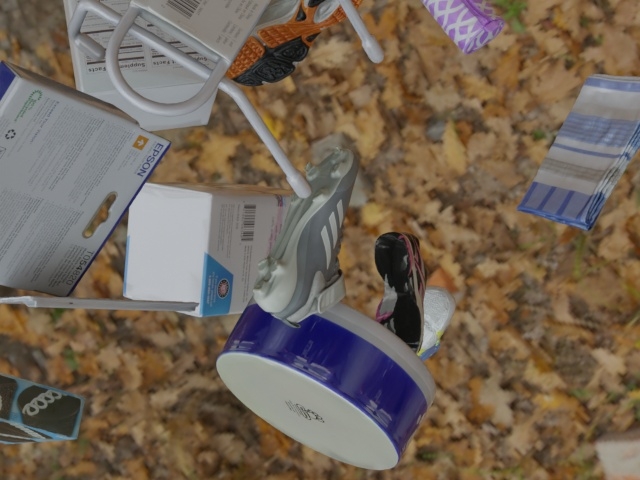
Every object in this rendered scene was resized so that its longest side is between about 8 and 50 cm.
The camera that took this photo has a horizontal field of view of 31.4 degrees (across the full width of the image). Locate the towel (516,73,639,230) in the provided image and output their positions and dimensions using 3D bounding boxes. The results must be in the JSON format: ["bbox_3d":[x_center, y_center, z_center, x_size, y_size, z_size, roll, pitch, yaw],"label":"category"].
[{"bbox_3d":[0.460,-0.159,1.943,0.034,0.285,0.209,31,177,-27],"label":"towel"}]

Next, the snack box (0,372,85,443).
[{"bbox_3d":[-0.477,0.185,1.398,0.187,0.322,0.060,-14,60,46],"label":"snack box"}]

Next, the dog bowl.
[{"bbox_3d":[0.005,0.175,1.426,0.264,0.104,0.265,25,155,13],"label":"dog bowl"}]

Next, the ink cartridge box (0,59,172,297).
[{"bbox_3d":[-0.292,-0.053,1.166,0.045,0.224,0.223,42,101,33],"label":"ink cartridge box"}]

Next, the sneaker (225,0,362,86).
[{"bbox_3d":[-0.049,-0.347,1.770,0.099,0.262,0.121,45,-164,-37],"label":"sneaker"}]

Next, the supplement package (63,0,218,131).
[{"bbox_3d":[-0.275,-0.315,1.701,0.199,0.198,0.263,131,130,-73],"label":"supplement package"}]

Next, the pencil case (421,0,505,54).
[{"bbox_3d":[0.200,-0.388,1.768,0.206,0.086,0.088,52,159,10],"label":"pencil case"}]

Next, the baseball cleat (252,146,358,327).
[{"bbox_3d":[0.000,0.000,1.287,0.109,0.206,0.072,38,168,-33],"label":"baseball cleat"}]

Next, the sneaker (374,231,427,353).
[{"bbox_3d":[0.122,0.072,1.560,0.072,0.077,0.178,6,103,30],"label":"sneaker"}]

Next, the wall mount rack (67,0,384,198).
[{"bbox_3d":[-0.078,-0.225,1.195,0.304,0.350,0.130,32,154,-8],"label":"wall mount rack"}]

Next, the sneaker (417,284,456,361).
[{"bbox_3d":[0.158,0.142,1.848,0.091,0.126,0.240,55,130,15],"label":"sneaker"}]

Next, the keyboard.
[{"bbox_3d":[-0.247,0.070,1.277,0.072,0.256,0.014,2,87,36],"label":"keyboard"}]

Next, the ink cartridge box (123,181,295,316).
[{"bbox_3d":[-0.161,0.008,1.911,0.197,0.270,0.198,10,97,40],"label":"ink cartridge box"}]
